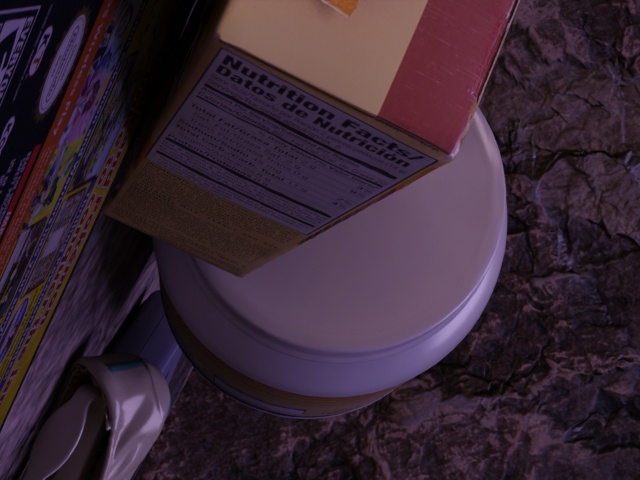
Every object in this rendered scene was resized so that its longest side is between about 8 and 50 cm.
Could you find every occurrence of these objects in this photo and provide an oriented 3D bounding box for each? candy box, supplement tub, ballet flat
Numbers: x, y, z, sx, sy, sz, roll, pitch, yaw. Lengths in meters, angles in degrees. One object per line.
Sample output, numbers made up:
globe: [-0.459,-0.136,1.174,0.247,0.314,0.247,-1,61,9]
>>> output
candy box: [0.000,-0.098,0.580,0.182,0.088,0.316,-67,-170,-13]
supplement tub: [0.000,0.000,0.972,0.228,0.228,0.316,-63,180,-12]
ballet flat: [-0.191,0.188,0.988,0.248,0.086,0.086,-64,179,4]

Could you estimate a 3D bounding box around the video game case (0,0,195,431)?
video game case: [-0.127,0.024,0.463,0.274,0.035,0.248,-64,179,13]

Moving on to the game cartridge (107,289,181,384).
game cartridge: [-0.198,0.196,1.220,0.196,0.060,0.294,-67,-177,-47]
